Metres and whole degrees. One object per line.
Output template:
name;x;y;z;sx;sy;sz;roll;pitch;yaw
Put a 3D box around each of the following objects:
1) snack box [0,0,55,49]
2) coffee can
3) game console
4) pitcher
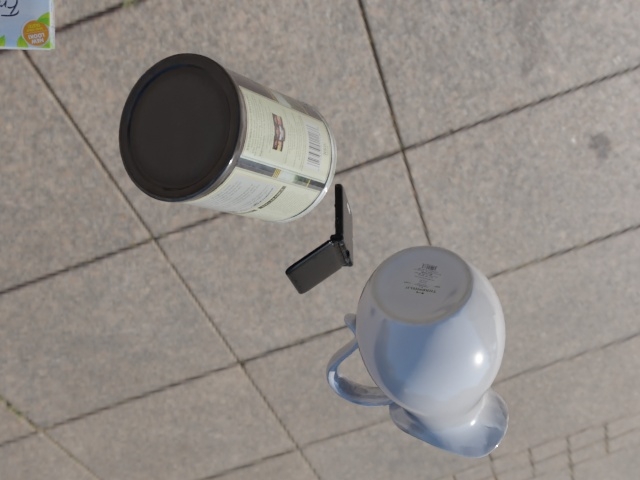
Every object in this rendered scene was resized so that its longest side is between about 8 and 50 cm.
snack box;-0.328;-0.234;0.879;0.141;0.037;0.100;0;102;-9
coffee can;-0.126;-0.137;1.345;0.201;0.201;0.275;-35;159;21
game console;0.000;0.000;1.114;0.071;0.107;0.122;-3;164;6
pitcher;0.076;0.099;0.825;0.178;0.125;0.207;6;141;19
